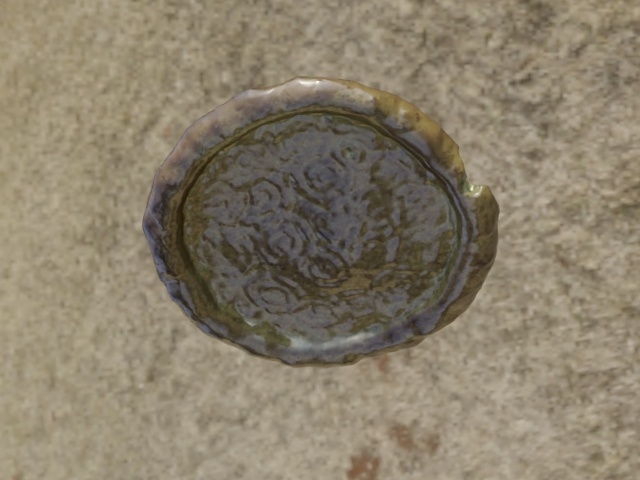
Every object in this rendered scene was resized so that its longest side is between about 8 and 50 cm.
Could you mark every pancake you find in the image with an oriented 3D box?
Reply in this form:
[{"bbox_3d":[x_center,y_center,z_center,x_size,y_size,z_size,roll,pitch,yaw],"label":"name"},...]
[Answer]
[{"bbox_3d":[0.000,-0.001,0.658,0.021,0.199,0.199,-84,16,-49],"label":"pancake"}]
